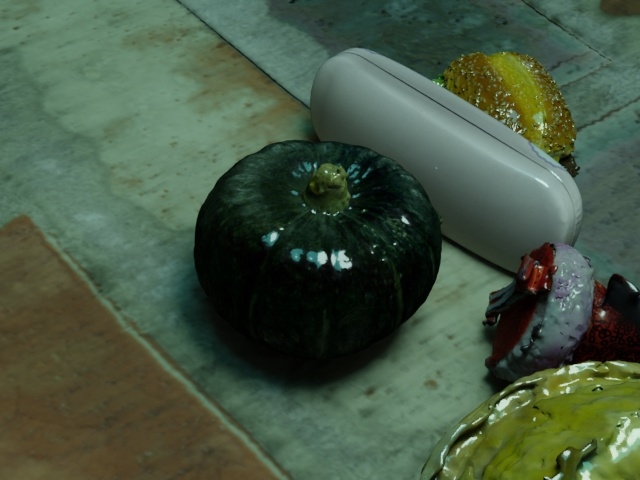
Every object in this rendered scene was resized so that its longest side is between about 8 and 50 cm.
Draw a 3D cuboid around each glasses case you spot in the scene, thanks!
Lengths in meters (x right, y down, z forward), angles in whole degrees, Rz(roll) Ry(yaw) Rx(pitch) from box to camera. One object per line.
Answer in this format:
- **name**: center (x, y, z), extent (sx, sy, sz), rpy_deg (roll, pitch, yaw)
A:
- **glasses case**: center (0.110, -0.075, 1.375), extent (0.297, 0.113, 0.075), rpy_deg (36, 46, 25)

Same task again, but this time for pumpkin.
- **pumpkin**: center (-0.002, 0.002, 1.237), extent (0.211, 0.152, 0.212), rpy_deg (-5, 46, 5)

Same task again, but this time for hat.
- **hat**: center (0.247, 0.082, 1.232), extent (0.227, 0.140, 0.129), rpy_deg (23, 52, -4)

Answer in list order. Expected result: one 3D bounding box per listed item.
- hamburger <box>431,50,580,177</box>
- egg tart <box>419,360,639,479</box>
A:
- **hamburger**: center (0.181, -0.122, 1.460), extent (0.137, 0.087, 0.166), rpy_deg (-4, 44, -15)
- **egg tart**: center (0.225, 0.226, 0.978), extent (0.345, 0.132, 0.345), rpy_deg (3, 65, -7)
